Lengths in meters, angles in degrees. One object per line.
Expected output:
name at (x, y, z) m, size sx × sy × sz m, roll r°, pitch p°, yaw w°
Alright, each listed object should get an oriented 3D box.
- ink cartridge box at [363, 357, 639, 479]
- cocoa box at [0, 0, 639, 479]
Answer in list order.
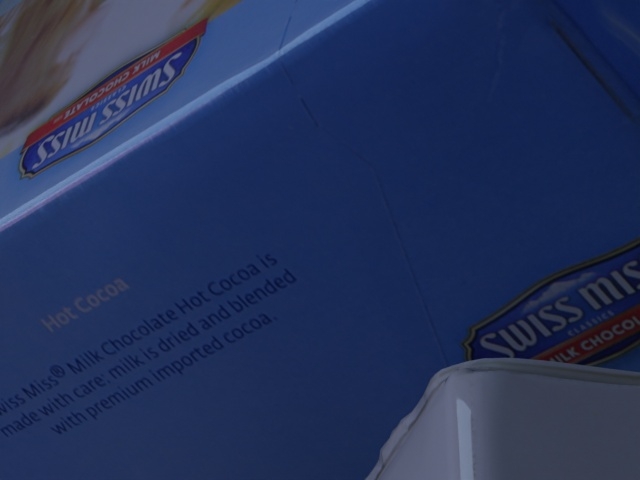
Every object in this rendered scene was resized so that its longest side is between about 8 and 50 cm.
ink cartridge box at (0.056, 0.184, 0.354) m, size 0.197 × 0.114 × 0.272 m, roll 115°, pitch 158°, yaw -62°
cocoa box at (0.000, 0.000, 0.603) m, size 0.347 × 0.228 × 0.231 m, roll -29°, pitch 28°, yaw 33°
